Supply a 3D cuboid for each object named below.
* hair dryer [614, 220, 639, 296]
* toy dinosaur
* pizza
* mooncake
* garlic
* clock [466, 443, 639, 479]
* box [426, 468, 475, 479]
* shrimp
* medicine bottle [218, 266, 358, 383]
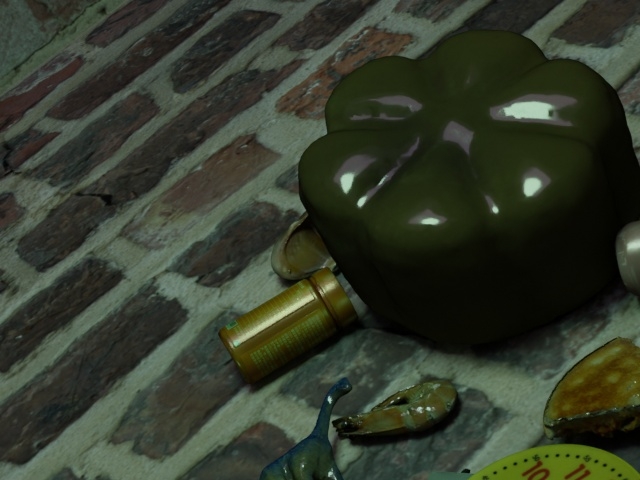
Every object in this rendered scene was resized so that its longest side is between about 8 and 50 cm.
[{"bbox_3d":[0.521,-0.048,2.032,0.189,0.106,0.344,-13,25,25],"label":"hair dryer"},{"bbox_3d":[-0.048,0.298,1.947,0.248,0.075,0.188,-32,36,9],"label":"toy dinosaur"},{"bbox_3d":[0.374,0.196,1.801,0.201,0.053,0.193,-35,29,-33],"label":"pizza"},{"bbox_3d":[0.212,-0.090,2.085,0.467,0.262,0.467,-13,44,13],"label":"mooncake"},{"bbox_3d":[-0.009,-0.008,2.352,0.174,0.099,0.124,-40,19,-18],"label":"garlic"},{"bbox_3d":[0.229,0.332,1.614,0.293,0.071,0.277,-34,33,-9],"label":"clock"},{"bbox_3d":[0.217,0.352,1.705,0.270,0.045,0.211,-3,39,34],"label":"box"},{"bbox_3d":[0.099,0.226,1.980,0.180,0.041,0.099,-19,30,17],"label":"shrimp"},{"bbox_3d":[-0.048,0.125,2.183,0.192,0.096,0.096,-31,32,-6],"label":"medicine bottle"}]
